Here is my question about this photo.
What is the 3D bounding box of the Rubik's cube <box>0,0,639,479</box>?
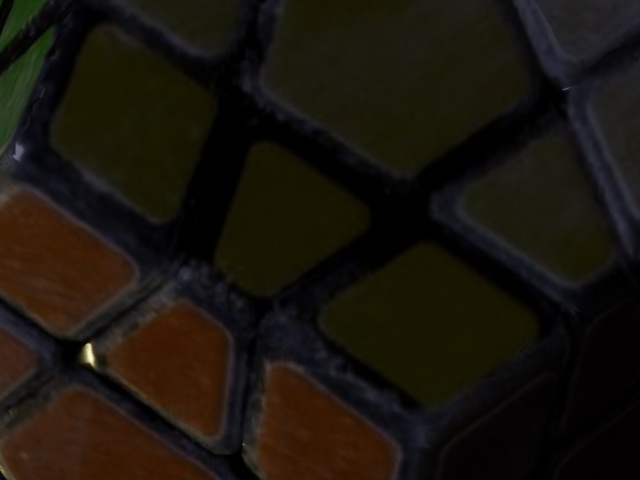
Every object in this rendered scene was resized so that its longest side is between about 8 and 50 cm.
[{"bbox_3d":[0.000,0.000,0.540,0.319,0.319,0.264,12,102,63],"label":"Rubik's cube"}]
